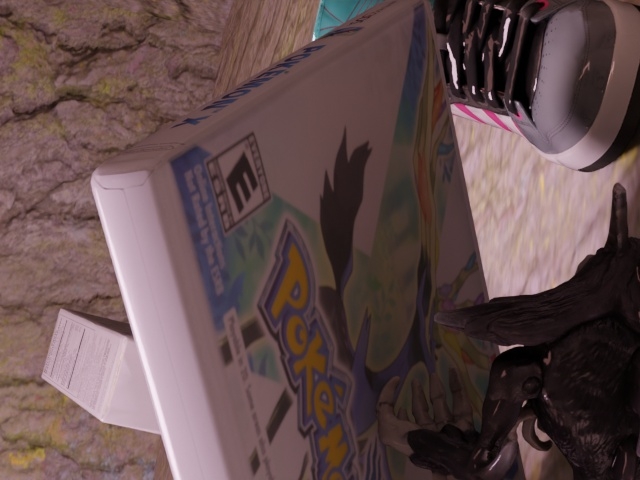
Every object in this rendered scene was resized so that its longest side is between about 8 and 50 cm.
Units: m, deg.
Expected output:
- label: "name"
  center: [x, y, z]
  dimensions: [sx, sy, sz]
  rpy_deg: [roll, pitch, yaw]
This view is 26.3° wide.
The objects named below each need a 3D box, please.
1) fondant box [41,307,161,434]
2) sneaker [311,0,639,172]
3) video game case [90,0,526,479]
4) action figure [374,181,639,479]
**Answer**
- label: "fondant box"
  center: [-0.162, 0.160, 1.554]
  dimensions: [0.330, 0.238, 0.096]
  rpy_deg: [9, 84, 68]
- label: "sneaker"
  center: [0.087, -0.127, 0.873]
  dimensions: [0.295, 0.178, 0.124]
  rpy_deg: [-132, 55, -77]
- label: "video game case"
  center: [0.023, 0.073, 0.659]
  dimensions: [0.300, 0.036, 0.329]
  rpy_deg: [-42, -57, -58]
- label: "action figure"
  center: [0.107, 0.094, 0.599]
  dimensions: [0.141, 0.164, 0.276]
  rpy_deg: [-122, 39, -66]
